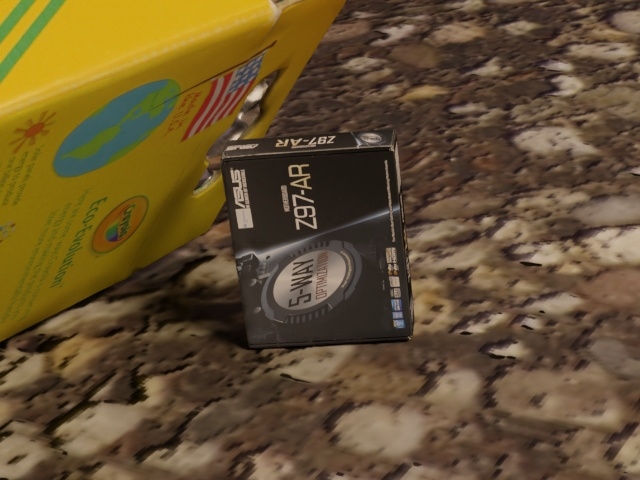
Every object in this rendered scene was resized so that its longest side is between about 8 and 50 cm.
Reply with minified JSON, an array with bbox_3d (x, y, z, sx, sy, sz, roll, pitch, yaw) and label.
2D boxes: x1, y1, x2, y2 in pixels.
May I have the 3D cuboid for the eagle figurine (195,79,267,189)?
[{"bbox_3d":[-0.202,-0.085,0.736,0.298,0.225,0.226,14,60,-27],"label":"eagle figurine"}]

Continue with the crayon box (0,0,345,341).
[{"bbox_3d":[-0.148,-0.018,0.514,0.318,0.202,0.081,-28,74,-37],"label":"crayon box"}]

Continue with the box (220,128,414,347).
[{"bbox_3d":[0.000,0.000,0.568,0.067,0.083,0.018,-3,25,8],"label":"box"}]
